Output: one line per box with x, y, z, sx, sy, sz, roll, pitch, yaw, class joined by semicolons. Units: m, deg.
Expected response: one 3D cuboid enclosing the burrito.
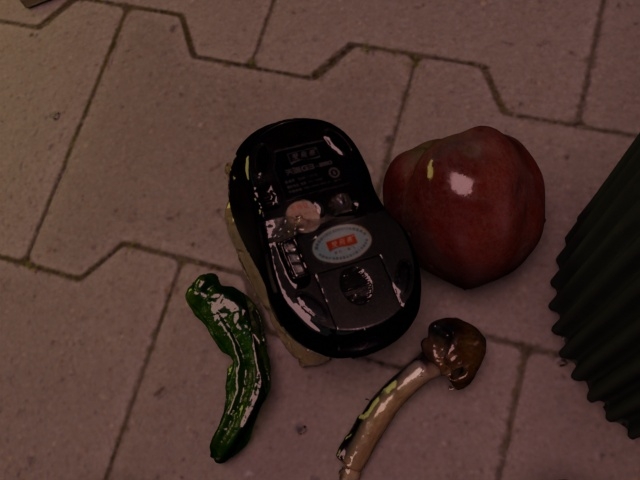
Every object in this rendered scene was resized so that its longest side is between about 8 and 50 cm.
-0.044;0.021;0.744;0.058;0.063;0.229;-20;73;-39;burrito

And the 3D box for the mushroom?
0.080;0.148;0.683;0.187;0.061;0.060;-48;56;6;mushroom

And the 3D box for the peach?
0.130;-0.027;0.683;0.152;0.152;0.152;-3;72;10;peach

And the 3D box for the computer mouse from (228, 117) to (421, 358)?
0.000;0.000;0.677;0.137;0.096;0.233;-11;69;-23;computer mouse

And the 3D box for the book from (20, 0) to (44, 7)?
-0.318;-0.442;0.960;0.191;0.025;0.269;-19;70;3;book

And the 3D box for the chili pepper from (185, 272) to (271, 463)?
-0.085;0.119;0.721;0.073;0.050;0.182;-10;73;0;chili pepper

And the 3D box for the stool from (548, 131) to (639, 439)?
0.332;0.011;0.526;0.297;0.330;0.297;-3;72;10;stool
